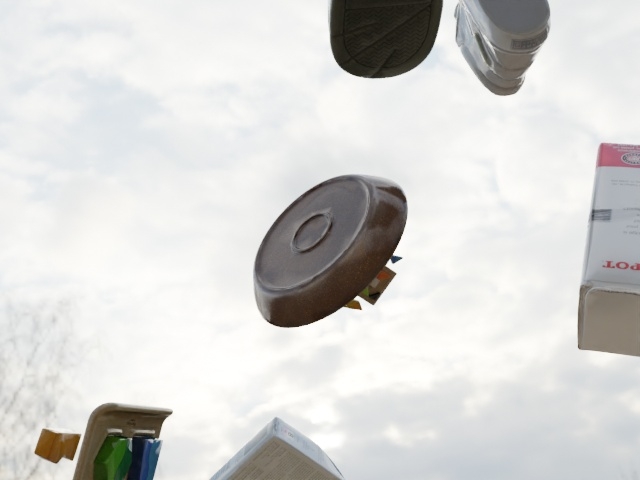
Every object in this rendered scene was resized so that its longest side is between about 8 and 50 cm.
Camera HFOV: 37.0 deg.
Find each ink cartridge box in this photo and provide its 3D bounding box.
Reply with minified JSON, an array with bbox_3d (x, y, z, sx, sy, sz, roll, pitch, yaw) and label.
[{"bbox_3d":[0.336,0.009,0.914,0.158,0.218,0.092,6,-48,18],"label":"ink cartridge box"},{"bbox_3d":[-0.041,0.406,1.504,0.232,0.066,0.189,36,-66,-18],"label":"ink cartridge box"}]

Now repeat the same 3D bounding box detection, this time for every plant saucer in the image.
[{"bbox_3d":[0.000,0.000,0.837,0.168,0.168,0.029,-27,-56,25],"label":"plant saucer"}]

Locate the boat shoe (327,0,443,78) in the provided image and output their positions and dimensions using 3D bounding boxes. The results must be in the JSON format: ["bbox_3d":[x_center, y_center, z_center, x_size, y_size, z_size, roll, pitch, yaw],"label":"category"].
[{"bbox_3d":[0.052,-0.270,0.693,0.118,0.103,0.320,-5,-43,-6],"label":"boat shoe"}]

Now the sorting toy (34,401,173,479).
[{"bbox_3d":[-0.268,0.308,1.156,0.041,0.229,0.307,15,-8,16],"label":"sorting toy"}]

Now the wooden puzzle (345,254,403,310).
[{"bbox_3d":[0.085,0.068,1.555,0.078,0.014,0.116,24,-80,-38],"label":"wooden puzzle"}]

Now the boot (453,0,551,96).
[{"bbox_3d":[0.157,-0.275,1.003,0.095,0.258,0.123,-12,-24,-8],"label":"boot"}]
